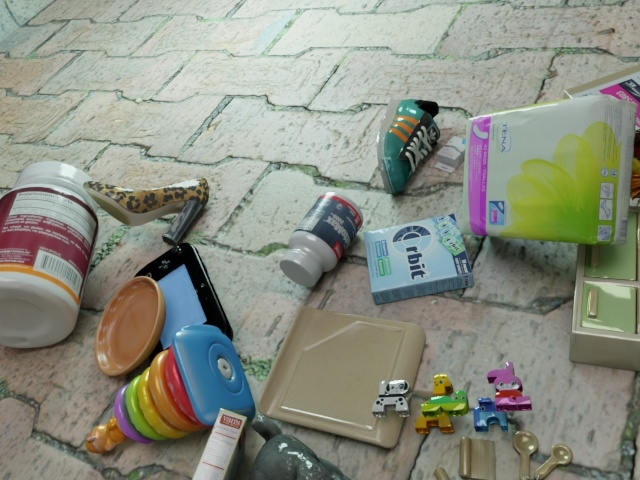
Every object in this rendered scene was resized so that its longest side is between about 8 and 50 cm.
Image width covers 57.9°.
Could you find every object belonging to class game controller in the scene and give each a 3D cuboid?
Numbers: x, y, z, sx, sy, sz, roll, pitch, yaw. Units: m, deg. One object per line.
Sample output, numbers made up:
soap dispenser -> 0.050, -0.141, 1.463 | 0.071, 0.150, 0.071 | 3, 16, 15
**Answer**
game controller -> -0.285, 0.135, 1.156 | 0.166, 0.067, 0.319 | -28, 45, -7

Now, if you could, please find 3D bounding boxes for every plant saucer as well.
plant saucer -> -0.367, 0.168, 1.131 | 0.200, 0.037, 0.200 | -22, 54, 32

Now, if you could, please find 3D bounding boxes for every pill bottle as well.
pill bottle -> -0.619, 0.017, 1.275 | 0.224, 0.224, 0.392 | -14, 45, 7
pill bottle -> 0.000, 0.000, 1.151 | 0.108, 0.108, 0.180 | 15, 56, 31

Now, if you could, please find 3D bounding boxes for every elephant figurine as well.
elephant figurine -> -0.063, 0.403, 0.779 | 0.239, 0.169, 0.186 | -55, 23, -10

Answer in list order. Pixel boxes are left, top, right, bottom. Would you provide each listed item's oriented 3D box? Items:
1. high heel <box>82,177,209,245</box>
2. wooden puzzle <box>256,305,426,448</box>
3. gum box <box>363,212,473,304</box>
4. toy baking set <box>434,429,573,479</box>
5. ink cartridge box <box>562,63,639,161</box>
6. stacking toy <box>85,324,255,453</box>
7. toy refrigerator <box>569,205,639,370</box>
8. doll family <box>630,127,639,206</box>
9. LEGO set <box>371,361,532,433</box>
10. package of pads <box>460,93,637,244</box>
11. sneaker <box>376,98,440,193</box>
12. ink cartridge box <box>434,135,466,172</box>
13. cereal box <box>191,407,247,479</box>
high heel -> -0.403, -0.118, 1.366 | 0.261, 0.093, 0.186 | 28, 62, -2
wooden puzzle -> 0.040, 0.223, 0.980 | 0.238, 0.044, 0.221 | 9, 52, 21
gum box -> 0.182, 0.033, 1.101 | 0.184, 0.041, 0.157 | -11, 46, 9
toy baking set -> 0.274, 0.363, 0.768 | 0.196, 0.030, 0.256 | -21, 45, 0
ink cartridge box -> 0.634, -0.244, 1.166 | 0.193, 0.088, 0.235 | -19, 46, 1
stacking toy -> -0.277, 0.280, 0.975 | 0.302, 0.175, 0.166 | -31, 69, 14
toy refrigerator -> 0.466, 0.064, 0.934 | 0.102, 0.094, 0.269 | 6, 51, 24
doll family -> 0.554, -0.101, 0.979 | 0.163, 0.263, 0.118 | 8, 81, 62
LEGO set -> 0.201, 0.234, 0.881 | 0.227, 0.087, 0.093 | -9, 43, 20
package of pads -> 0.369, -0.115, 0.972 | 0.101, 0.229, 0.296 | 1, 4, -29
sneaker -> 0.201, -0.224, 1.287 | 0.121, 0.108, 0.302 | -5, 46, 22
ink cartridge box -> 0.293, -0.190, 1.278 | 0.048, 0.028, 0.083 | 28, 63, 37
cereal box -> -0.165, 0.379, 0.811 | 0.047, 0.173, 0.240 | 17, 52, 4
